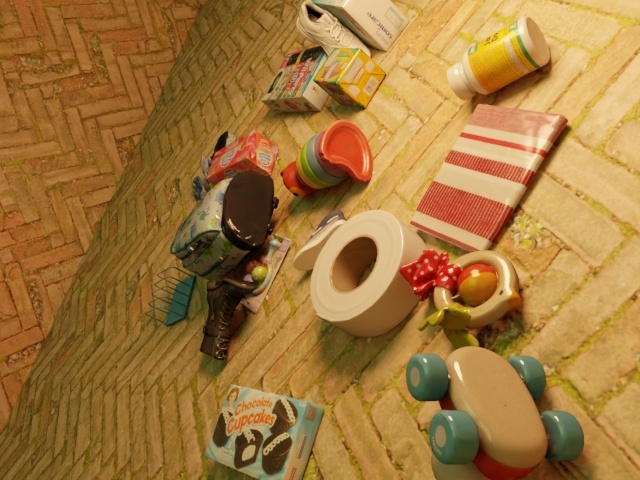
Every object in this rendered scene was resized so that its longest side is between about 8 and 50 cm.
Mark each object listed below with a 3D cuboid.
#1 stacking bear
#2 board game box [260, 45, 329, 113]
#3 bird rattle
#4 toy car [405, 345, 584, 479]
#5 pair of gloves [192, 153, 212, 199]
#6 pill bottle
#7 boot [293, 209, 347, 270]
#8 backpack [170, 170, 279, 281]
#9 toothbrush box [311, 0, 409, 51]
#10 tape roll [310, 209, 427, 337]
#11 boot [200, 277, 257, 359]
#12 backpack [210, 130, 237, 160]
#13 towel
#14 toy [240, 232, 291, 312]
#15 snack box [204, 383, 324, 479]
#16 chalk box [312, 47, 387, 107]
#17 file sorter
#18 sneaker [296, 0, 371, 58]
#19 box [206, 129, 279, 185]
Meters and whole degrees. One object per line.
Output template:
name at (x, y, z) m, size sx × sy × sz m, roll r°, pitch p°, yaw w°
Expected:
stacking bear at (-0.005, -0.213, 1.657) m, size 0.289 × 0.175 × 0.164 m, roll -26°, pitch 46°, yaw 49°
board game box at (-0.061, -0.578, 2.080) m, size 0.303 × 0.097 × 0.224 m, roll 14°, pitch 74°, yaw 54°
bird rattle at (0.276, 0.100, 1.101) m, size 0.207 × 0.143 × 0.253 m, roll -27°, pitch 29°, yaw 20°
toy car at (0.235, 0.314, 0.911) m, size 0.210 × 0.219 × 0.238 m, roll -109°, pitch 31°, yaw -51°
pair of gloves at (-0.478, -0.247, 2.355) m, size 0.159 × 0.023 × 0.198 m, roll 53°, pitch 128°, yaw 45°
pill bottle at (0.402, -0.409, 1.323) m, size 0.208 × 0.117 × 0.117 m, roll -24°, pitch 46°, yaw 41°
boot at (0.000, 0.000, 1.555) m, size 0.190 × 0.069 × 0.086 m, roll -38°, pitch 30°, yaw 13°
backpack at (-0.314, -0.025, 1.825) m, size 0.355 × 0.273 × 0.290 m, roll 125°, pitch 157°, yaw -49°
toothbrush box at (0.117, -0.751, 1.885) m, size 0.126 × 0.216 × 0.295 m, roll -52°, pitch 33°, yaw 6°
tape roll at (0.106, 0.075, 1.317) m, size 0.286 × 0.100 × 0.286 m, roll -31°, pitch 41°, yaw 33°
boot at (-0.269, 0.229, 1.661) m, size 0.263 × 0.091 × 0.229 m, roll -13°, pitch 69°, yaw 55°
backpack at (-0.377, -0.374, 2.321) m, size 0.105 × 0.084 × 0.114 m, roll -20°, pitch 54°, yaw 46°
towel at (0.352, -0.138, 1.240) m, size 0.329 × 0.037 × 0.237 m, roll -59°, pitch 35°, yaw 0°
toy at (-0.184, 0.084, 1.719) m, size 0.137 × 0.056 × 0.237 m, roll 19°, pitch 78°, yaw 57°
snack box at (-0.140, 0.452, 1.350) m, size 0.322 × 0.060 × 0.187 m, roll -7°, pitch 57°, yaw 50°
chalk box at (0.078, -0.516, 1.814) m, size 0.132 × 0.132 × 0.213 m, roll -58°, pitch 34°, yaw -1°
file sorter at (-0.529, 0.194, 2.026) m, size 0.118 × 0.104 × 0.170 m, roll -26°, pitch 45°, yaw 39°
sneaker at (0.038, -0.669, 1.883) m, size 0.111 × 0.297 × 0.129 m, roll -53°, pitch -8°, yaw -8°
box at (-0.284, -0.279, 2.089) m, size 0.257 × 0.122 × 0.128 m, roll -18°, pitch 50°, yaw 44°
